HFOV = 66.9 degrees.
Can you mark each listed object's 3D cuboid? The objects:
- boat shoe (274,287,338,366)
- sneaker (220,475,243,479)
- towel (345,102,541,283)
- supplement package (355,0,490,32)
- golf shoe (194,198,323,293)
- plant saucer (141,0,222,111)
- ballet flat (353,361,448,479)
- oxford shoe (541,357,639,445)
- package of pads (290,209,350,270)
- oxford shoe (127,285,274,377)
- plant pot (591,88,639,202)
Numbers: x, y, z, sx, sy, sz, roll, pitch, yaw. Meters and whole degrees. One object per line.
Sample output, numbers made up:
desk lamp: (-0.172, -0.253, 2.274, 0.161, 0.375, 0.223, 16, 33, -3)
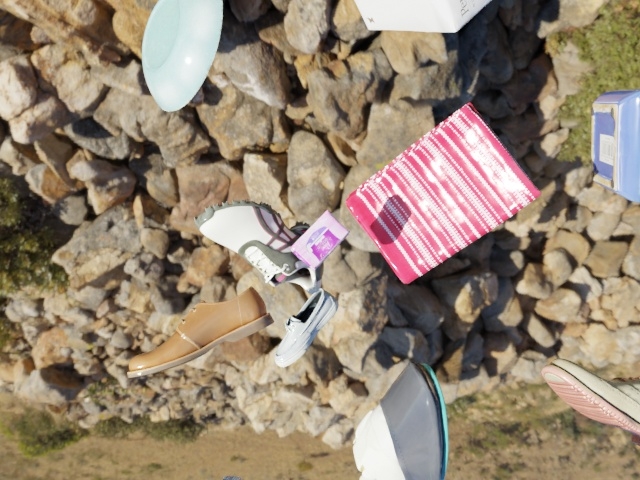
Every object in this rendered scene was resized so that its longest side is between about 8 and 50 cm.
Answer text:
boat shoe: (-0.051, 0.218, 1.247, 0.227, 0.079, 0.081, -49, 119, -11)
sneaker: (-0.238, 0.596, 0.898, 0.293, 0.102, 0.146, -39, 161, -49)
towel: (0.196, -0.074, 0.829, 0.275, 0.198, 0.031, -38, 169, 22)
supplement package: (0.167, -0.401, 0.552, 0.293, 0.175, 0.177, -43, 127, -7)
golf shoe: (-0.093, 0.012, 0.866, 0.273, 0.120, 0.105, 19, 138, -38)
plant saucer: (-0.205, -0.279, 0.670, 0.037, 0.195, 0.195, 8, 134, -46)
ballet flat: (0.063, 0.177, 0.382, 0.074, 0.074, 0.203, -14, 128, -3)
oxford shoe: (0.676, 0.348, 1.070, 0.397, 0.146, 0.140, 31, 168, -5)
package of pads: (0.000, 0.000, 0.727, 0.083, 0.050, 0.032, -47, 180, -12)
oxford shoe: (-0.178, 0.130, 0.695, 0.212, 0.076, 0.076, -25, 177, -14)
plant pot: (0.658, -0.193, 0.931, 0.212, 0.236, 0.235, -3, 105, 15)
